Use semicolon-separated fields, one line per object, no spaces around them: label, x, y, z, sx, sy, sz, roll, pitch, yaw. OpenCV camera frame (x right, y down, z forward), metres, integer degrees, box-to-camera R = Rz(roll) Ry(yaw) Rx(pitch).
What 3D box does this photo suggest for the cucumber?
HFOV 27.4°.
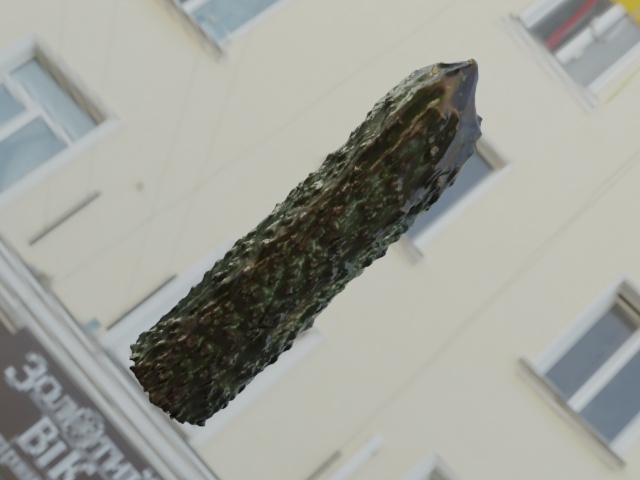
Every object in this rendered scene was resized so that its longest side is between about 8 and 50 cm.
cucumber;0.000;0.000;1.009;0.096;0.359;0.096;42;18;-17
